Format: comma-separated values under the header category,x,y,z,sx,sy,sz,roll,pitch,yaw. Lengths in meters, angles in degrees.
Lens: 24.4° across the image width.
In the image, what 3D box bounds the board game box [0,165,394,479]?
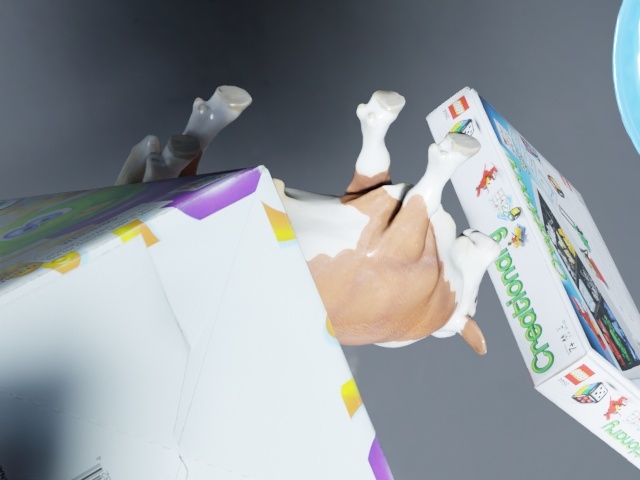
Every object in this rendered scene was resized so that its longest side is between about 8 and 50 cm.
category,x,y,z,sx,sy,sz,roll,pitch,yaw
board game box,-0.120,0.069,0.574,0.142,0.275,0.144,-29,105,-32

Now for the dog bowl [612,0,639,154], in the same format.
category,x,y,z,sx,sy,sz,roll,pitch,yaw
dog bowl,0.283,-0.062,0.675,0.074,0.297,0.166,-21,134,-66

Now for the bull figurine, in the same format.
category,x,y,z,sx,sy,sz,roll,pitch,yaw
bull figurine,0.000,0.000,0.958,0.310,0.188,0.101,-5,37,-24

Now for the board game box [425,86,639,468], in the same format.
category,x,y,z,sx,sy,sz,roll,pitch,yaw
board game box,0.195,0.031,1.205,0.193,0.053,0.305,37,25,-40
